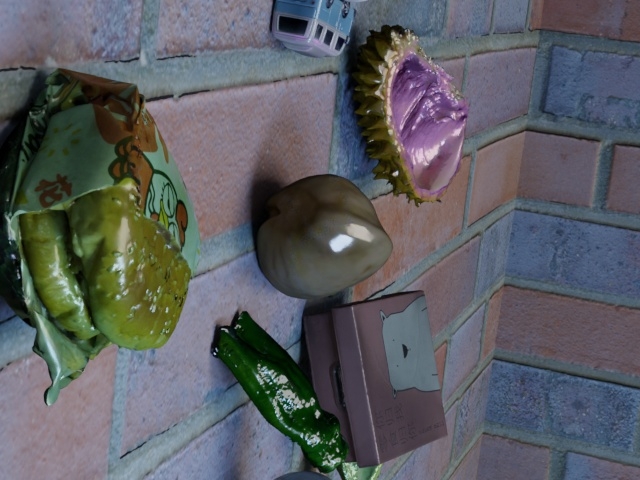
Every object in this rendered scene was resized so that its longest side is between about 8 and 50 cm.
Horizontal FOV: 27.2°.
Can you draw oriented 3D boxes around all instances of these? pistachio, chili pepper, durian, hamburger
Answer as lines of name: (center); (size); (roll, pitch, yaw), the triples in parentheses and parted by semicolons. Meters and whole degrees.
pistachio: (0.000, 0.000, 1.513); (0.137, 0.153, 0.238); (-64, -174, -15)
chili pepper: (-0.042, 0.169, 1.475); (0.224, 0.061, 0.098); (56, 21, -19)
durian: (0.105, -0.160, 1.808); (0.341, 0.112, 0.191); (35, 75, -62)
hamburger: (-0.167, 0.010, 1.003); (0.214, 0.125, 0.235); (64, 24, -46)
durian: (0.042, 0.261, 1.838); (0.100, 0.086, 0.215); (-18, 96, -79)

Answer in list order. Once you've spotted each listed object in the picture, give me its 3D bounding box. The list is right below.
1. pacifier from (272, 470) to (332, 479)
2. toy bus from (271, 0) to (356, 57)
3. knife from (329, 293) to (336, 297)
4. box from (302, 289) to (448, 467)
pacifier: (-0.078, 0.376, 1.478); (0.207, 0.227, 0.279); (13, 116, -39)
toy bus: (-0.008, -0.243, 1.472); (0.123, 0.060, 0.074); (6, 97, -71)
knife: (0.046, 0.022, 1.867); (0.207, 0.014, 0.030); (-56, 151, -55)
box: (0.075, 0.184, 1.770); (0.215, 0.086, 0.215); (-7, 87, -59)
